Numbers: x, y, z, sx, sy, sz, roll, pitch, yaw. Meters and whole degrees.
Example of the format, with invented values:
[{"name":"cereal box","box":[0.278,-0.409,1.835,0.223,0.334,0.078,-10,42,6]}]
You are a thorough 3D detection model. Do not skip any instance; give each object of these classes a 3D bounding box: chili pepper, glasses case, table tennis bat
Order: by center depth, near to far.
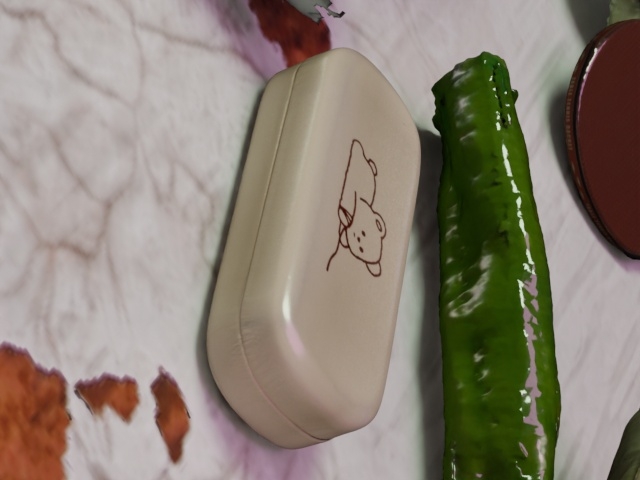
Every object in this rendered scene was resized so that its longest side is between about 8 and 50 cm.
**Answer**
[{"name":"glasses case","box":[0.000,0.000,0.877,0.083,0.050,0.196,44,40,-34]},{"name":"chili pepper","box":[0.077,0.072,0.942,0.085,0.076,0.359,105,-10,-57]},{"name":"table tennis bat","box":[0.212,-0.035,1.231,0.130,0.019,0.220,-45,122,-31]}]

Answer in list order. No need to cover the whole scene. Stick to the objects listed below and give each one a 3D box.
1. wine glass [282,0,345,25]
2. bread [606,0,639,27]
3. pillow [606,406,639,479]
[{"name":"wine glass","box":[-0.036,-0.258,0.877,0.321,0.143,0.143,57,33,-22]},{"name":"bread","box":[0.269,-0.130,1.318,0.286,0.056,0.207,19,83,-40]},{"name":"pillow","box":[0.146,0.198,0.951,0.302,0.075,0.185,-54,145,-53]}]
